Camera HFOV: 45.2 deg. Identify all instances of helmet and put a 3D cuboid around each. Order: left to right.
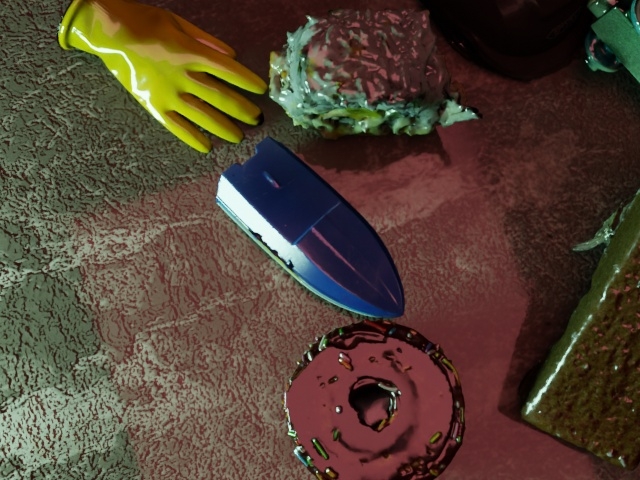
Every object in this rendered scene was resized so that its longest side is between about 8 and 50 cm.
[{"bbox_3d":[0.262,-0.381,1.048,0.305,0.177,0.225,44,82,7],"label":"helmet"}]

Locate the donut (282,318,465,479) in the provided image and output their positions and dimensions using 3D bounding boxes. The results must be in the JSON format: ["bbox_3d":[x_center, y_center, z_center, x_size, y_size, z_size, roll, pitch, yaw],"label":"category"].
[{"bbox_3d":[0.069,0.216,1.000,0.234,0.089,0.235,0,82,1],"label":"donut"}]

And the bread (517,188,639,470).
[{"bbox_3d":[0.407,0.071,0.930,0.165,0.113,0.417,26,111,5],"label":"bread"}]

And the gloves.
[{"bbox_3d":[-0.210,-0.238,1.077,0.294,0.116,0.133,34,111,-4],"label":"gloves"}]

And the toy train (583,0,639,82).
[{"bbox_3d":[0.497,-0.252,1.044,0.298,0.120,0.194,47,65,-5],"label":"toy train"}]

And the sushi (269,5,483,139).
[{"bbox_3d":[0.068,-0.215,1.016,0.274,0.184,0.140,-1,83,-1],"label":"sushi"}]

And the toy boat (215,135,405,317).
[{"bbox_3d":[0.000,0.000,1.024,0.295,0.088,0.129,43,70,12],"label":"toy boat"}]

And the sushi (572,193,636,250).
[{"bbox_3d":[0.483,-0.020,1.032,0.272,0.134,0.109,5,68,15],"label":"sushi"}]
